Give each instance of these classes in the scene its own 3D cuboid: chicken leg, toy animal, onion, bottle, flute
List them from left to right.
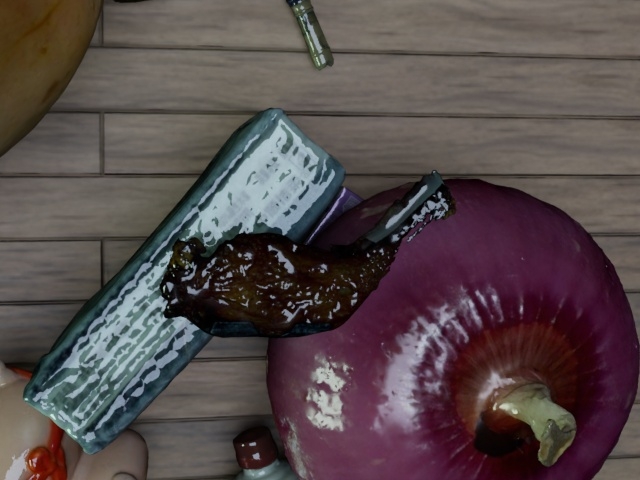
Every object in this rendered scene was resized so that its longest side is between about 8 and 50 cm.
[{"bbox_3d":[-0.262,0.209,0.971,0.198,0.171,0.171,35,90,-23],"label":"toy animal"},{"bbox_3d":[-0.038,-0.275,1.021,0.027,0.027,0.233,-23,102,-7],"label":"flute"},{"bbox_3d":[-0.035,0.304,1.063,0.104,0.104,0.245,-17,101,-8],"label":"bottle"},{"bbox_3d":[-0.003,0.019,0.832,0.253,0.051,0.105,-19,108,-18],"label":"chicken leg"},{"bbox_3d":[0.139,0.132,0.977,0.358,0.345,0.358,-22,135,-24],"label":"onion"}]

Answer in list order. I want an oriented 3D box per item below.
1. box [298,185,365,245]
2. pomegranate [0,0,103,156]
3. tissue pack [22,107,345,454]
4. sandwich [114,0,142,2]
[{"bbox_3d":[0.000,0.000,1.055,0.036,0.050,0.117,36,88,-12],"label":"box"},{"bbox_3d":[-0.362,-0.213,0.808,0.412,0.411,0.411,-1,98,-10],"label":"pomegranate"},{"bbox_3d":[-0.117,0.025,0.944,0.103,0.228,0.315,42,89,-10],"label":"tissue pack"},{"bbox_3d":[-0.148,-0.317,0.963,0.185,0.109,0.159,-21,81,-5],"label":"sandwich"}]
